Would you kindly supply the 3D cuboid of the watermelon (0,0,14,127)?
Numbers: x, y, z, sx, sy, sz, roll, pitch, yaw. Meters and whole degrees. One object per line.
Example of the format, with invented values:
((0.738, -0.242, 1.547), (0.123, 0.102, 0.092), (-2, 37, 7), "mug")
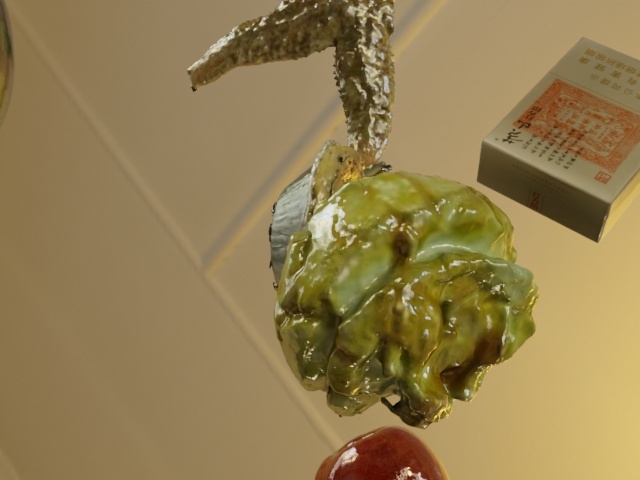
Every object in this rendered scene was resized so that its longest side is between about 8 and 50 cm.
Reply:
((-0.318, -0.118, 0.610), (0.269, 0.269, 0.269), (13, -67, 33), "watermelon")

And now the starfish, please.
((-0.015, -0.306, 1.529), (0.324, 0.082, 0.432), (13, -108, 4), "starfish")

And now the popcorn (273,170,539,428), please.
((0.067, 0.043, 0.879), (0.183, 0.221, 0.204), (22, -47, 54), "popcorn")

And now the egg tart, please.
((0.000, 0.000, 1.222), (0.094, 0.234, 0.234), (3, -72, 18), "egg tart")

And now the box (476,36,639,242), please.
((0.262, -0.103, 1.024), (0.141, 0.201, 0.058), (31, -33, 25), "box")

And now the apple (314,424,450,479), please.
((0.097, 0.397, 1.619), (0.218, 0.218, 0.201), (-31, -97, 39), "apple")
